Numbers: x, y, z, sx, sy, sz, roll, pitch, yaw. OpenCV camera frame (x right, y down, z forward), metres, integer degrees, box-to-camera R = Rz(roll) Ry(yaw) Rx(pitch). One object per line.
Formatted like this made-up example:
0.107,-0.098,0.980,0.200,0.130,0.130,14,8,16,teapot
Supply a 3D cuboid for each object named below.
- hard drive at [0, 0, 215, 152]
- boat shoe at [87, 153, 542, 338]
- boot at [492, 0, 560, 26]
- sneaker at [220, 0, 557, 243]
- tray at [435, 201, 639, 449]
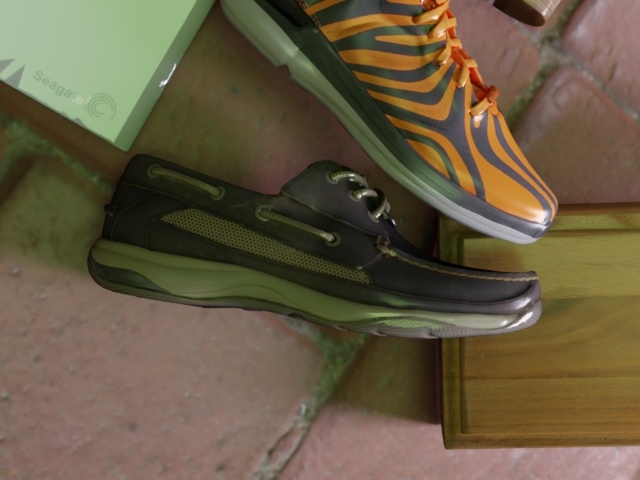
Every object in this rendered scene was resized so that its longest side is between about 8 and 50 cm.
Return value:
-0.162,-0.251,0.777,0.203,0.040,0.307,30,89,-16,hard drive
0.000,0.000,0.779,0.355,0.132,0.130,8,88,-1,boat shoe
0.145,-0.290,0.839,0.197,0.073,0.152,31,82,-14,boot
0.089,-0.148,0.751,0.321,0.124,0.180,40,112,-5,sneaker
0.308,0.070,0.858,0.411,0.076,0.202,-2,98,5,tray
